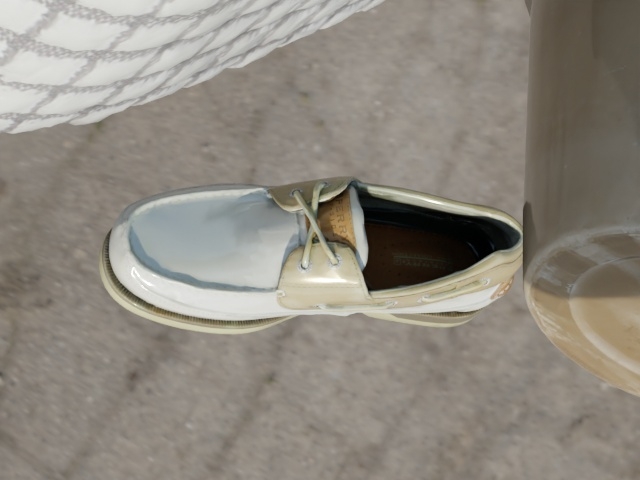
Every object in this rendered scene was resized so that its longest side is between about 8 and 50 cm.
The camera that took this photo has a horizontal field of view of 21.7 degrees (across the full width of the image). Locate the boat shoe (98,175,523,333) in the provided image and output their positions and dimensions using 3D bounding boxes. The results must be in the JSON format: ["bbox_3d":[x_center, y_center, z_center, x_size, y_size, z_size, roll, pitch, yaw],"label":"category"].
[{"bbox_3d":[0.000,0.000,1.171,0.302,0.103,0.113,0,67,-23],"label":"boat shoe"}]

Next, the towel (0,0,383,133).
[{"bbox_3d":[0.036,-0.148,0.354,0.284,0.235,0.121,-31,88,-41],"label":"towel"}]

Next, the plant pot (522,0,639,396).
[{"bbox_3d":[0.241,-0.066,0.932,0.323,0.323,0.280,42,55,-30],"label":"plant pot"}]
